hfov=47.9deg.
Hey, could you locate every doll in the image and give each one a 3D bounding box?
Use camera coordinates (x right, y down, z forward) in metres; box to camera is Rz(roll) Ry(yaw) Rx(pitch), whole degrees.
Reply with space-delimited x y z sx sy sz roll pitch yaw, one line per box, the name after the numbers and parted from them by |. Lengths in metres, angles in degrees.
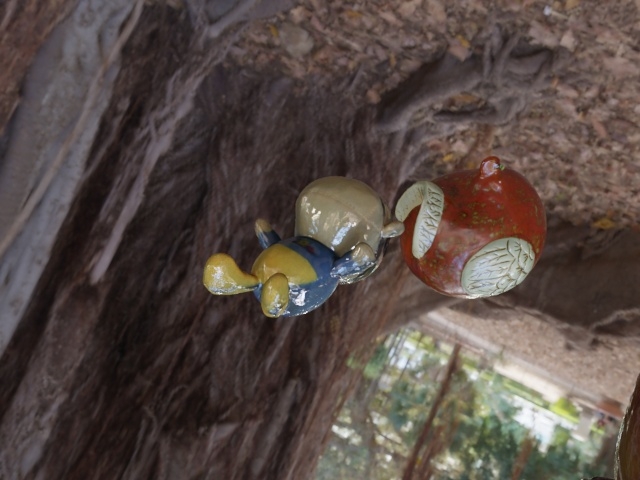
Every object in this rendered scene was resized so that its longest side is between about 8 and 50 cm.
0.000 0.000 0.522 0.102 0.089 0.179 18 -157 27 | doll

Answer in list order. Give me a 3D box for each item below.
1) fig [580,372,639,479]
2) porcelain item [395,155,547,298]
0.272 0.139 0.406 0.235 0.235 0.214 26 163 -6 | fig
0.247 -0.039 1.168 0.253 0.253 0.253 25 175 3 | porcelain item
